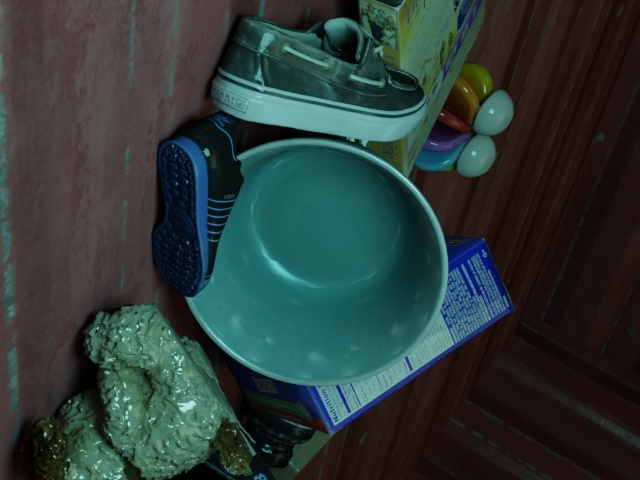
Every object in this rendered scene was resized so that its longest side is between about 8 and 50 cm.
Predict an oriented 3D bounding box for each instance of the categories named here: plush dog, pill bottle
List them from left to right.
[{"bbox_3d":[-0.216,0.220,1.496,0.225,0.211,0.262,-32,160,-1],"label":"plush dog"},{"bbox_3d":[-0.045,0.239,2.095,0.219,0.122,0.123,-62,164,8],"label":"pill bottle"}]

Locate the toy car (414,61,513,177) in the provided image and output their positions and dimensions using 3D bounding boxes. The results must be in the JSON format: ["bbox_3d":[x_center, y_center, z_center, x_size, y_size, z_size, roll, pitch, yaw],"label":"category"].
[{"bbox_3d":[0.188,-0.179,2.015,0.136,0.159,0.182,-27,145,-49],"label":"toy car"}]

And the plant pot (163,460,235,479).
[{"bbox_3d":[-0.213,0.361,1.726,0.187,0.188,0.167,-56,175,-15],"label":"plant pot"}]

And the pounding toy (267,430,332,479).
[{"bbox_3d":[-0.093,0.384,2.260,0.206,0.094,0.181,-41,171,-44],"label":"pounding toy"}]

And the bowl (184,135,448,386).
[{"bbox_3d":[0.000,0.000,1.590,0.163,0.311,0.312,-70,-178,-65],"label":"bowl"}]

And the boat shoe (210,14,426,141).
[{"bbox_3d":[0.023,-0.186,1.491,0.335,0.121,0.119,-6,122,-53],"label":"boat shoe"}]

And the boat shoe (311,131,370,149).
[{"bbox_3d":[0.002,-0.076,1.699,0.111,0.104,0.307,-115,-153,-76],"label":"boat shoe"}]

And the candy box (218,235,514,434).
[{"bbox_3d":[0.056,0.116,1.813,0.317,0.122,0.268,-31,-165,-21],"label":"candy box"}]

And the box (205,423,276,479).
[{"bbox_3d":[-0.089,0.380,1.902,0.073,0.293,0.295,-30,157,-11],"label":"box"}]

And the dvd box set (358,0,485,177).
[{"bbox_3d":[0.142,-0.303,1.753,0.420,0.062,0.308,80,34,-65],"label":"dvd box set"}]

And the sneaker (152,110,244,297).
[{"bbox_3d":[-0.125,-0.037,1.457,0.090,0.081,0.232,-38,153,-36],"label":"sneaker"}]
